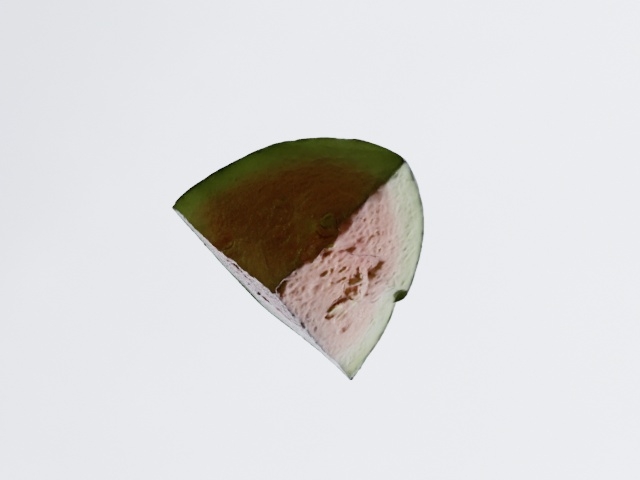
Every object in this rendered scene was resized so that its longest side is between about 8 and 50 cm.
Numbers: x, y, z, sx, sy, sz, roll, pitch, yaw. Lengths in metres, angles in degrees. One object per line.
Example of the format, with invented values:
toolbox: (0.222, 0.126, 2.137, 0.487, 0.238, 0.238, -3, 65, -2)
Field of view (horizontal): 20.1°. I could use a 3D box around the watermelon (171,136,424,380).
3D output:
watermelon: (0.003, -0.007, 1.358, 0.193, 0.137, 0.145, 43, -94, -7)
